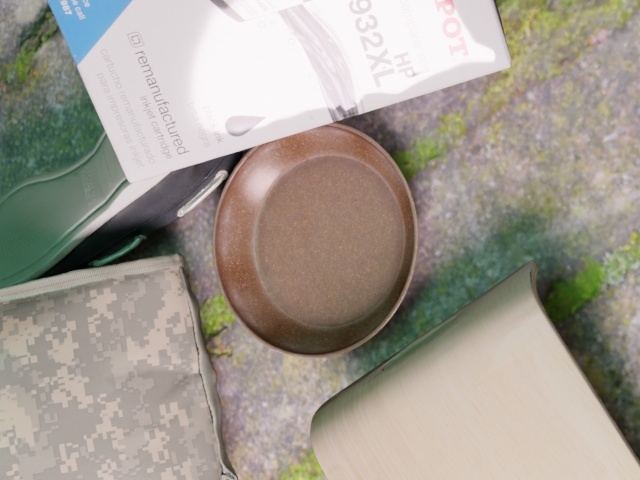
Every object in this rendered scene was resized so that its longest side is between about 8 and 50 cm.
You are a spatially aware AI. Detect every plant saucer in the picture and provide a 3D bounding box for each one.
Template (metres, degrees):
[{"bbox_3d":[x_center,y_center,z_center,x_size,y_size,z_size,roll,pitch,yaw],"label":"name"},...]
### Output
[{"bbox_3d":[0.000,0.000,1.194,0.199,0.036,0.198,-3,85,30],"label":"plant saucer"}]

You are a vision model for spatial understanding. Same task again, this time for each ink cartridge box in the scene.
[{"bbox_3d":[-0.036,-0.202,1.064,0.308,0.129,0.223,-16,117,9],"label":"ink cartridge box"}]

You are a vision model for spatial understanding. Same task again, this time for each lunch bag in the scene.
[{"bbox_3d":[-0.224,0.152,1.235,0.287,0.169,0.235,-12,81,3],"label":"lunch bag"}]

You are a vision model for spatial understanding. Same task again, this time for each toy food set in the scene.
[{"bbox_3d":[0.153,0.201,1.073,0.220,0.092,0.306,-36,78,23],"label":"toy food set"}]

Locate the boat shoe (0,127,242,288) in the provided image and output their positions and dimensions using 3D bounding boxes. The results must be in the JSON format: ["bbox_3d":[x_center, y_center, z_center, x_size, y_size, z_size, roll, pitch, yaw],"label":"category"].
[{"bbox_3d":[-0.201,-0.023,1.281,0.303,0.091,0.114,-29,54,28],"label":"boat shoe"}]
